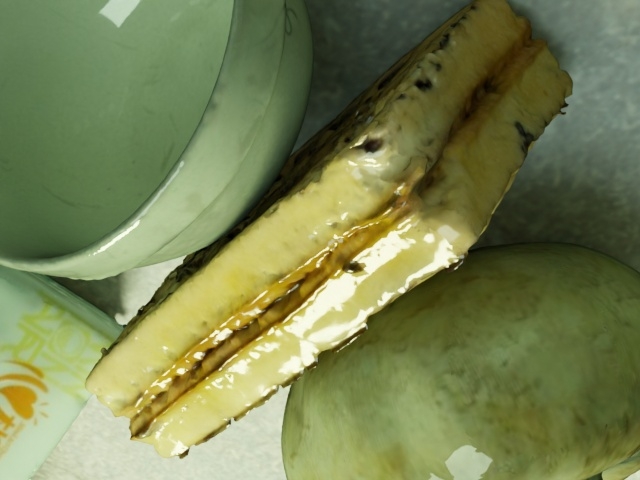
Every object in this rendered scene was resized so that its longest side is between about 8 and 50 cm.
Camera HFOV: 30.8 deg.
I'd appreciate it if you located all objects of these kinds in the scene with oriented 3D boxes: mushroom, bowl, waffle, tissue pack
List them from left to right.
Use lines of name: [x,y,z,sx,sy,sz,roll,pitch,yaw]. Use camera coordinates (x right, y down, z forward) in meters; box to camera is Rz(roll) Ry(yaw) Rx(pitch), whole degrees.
tissue pack: [-0.415,0.092,1.071,0.388,0.162,0.287,36,89,-15]
bowl: [-0.129,-0.113,0.826,0.307,0.307,0.163,-21,154,30]
waffle: [0.000,0.000,0.870,0.114,0.261,0.376,45,128,-8]
mushroom: [0.139,0.146,0.929,0.352,0.260,0.352,-19,161,-7]
